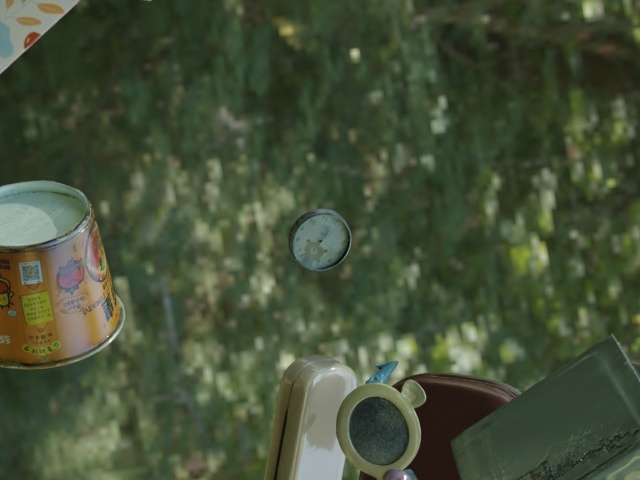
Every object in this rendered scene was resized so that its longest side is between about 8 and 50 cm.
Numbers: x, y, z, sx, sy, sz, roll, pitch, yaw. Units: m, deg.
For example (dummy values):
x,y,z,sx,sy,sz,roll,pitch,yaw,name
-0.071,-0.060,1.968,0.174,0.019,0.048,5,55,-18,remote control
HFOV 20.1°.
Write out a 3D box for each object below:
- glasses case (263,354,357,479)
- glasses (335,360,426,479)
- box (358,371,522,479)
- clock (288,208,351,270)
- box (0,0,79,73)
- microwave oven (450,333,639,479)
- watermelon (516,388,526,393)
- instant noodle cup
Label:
x,y,z,sx,sy,sz,roll,pitch,yaw,name
-0.012,0.217,1.889,0.050,0.083,0.196,23,-73,46,glasses case
0.059,0.210,1.752,0.220,0.088,0.190,-130,-154,-80,glasses
0.162,0.373,2.319,0.108,0.263,0.404,19,79,-63,box
0.000,0.000,2.367,0.017,0.085,0.085,-130,-152,-63,clock
-0.463,-0.370,2.146,0.344,0.385,0.122,47,1,-26,box
0.268,0.254,1.732,0.181,0.237,0.295,55,7,-12,microwave oven
0.282,0.366,2.750,0.285,0.285,0.285,170,-90,-89,watermelon
-0.363,0.037,2.301,0.216,0.215,0.172,-102,-172,-58,instant noodle cup
